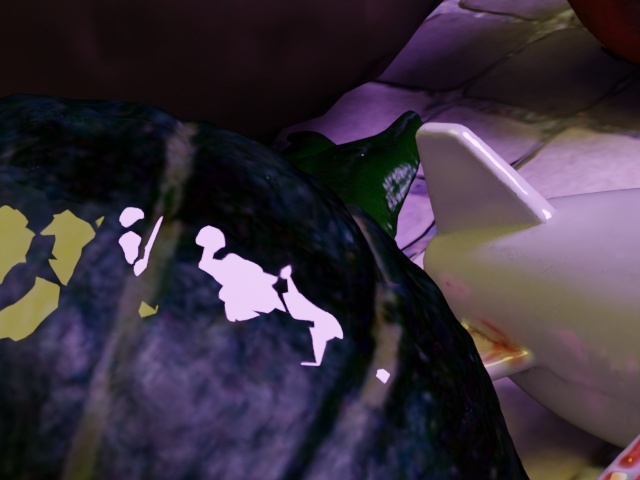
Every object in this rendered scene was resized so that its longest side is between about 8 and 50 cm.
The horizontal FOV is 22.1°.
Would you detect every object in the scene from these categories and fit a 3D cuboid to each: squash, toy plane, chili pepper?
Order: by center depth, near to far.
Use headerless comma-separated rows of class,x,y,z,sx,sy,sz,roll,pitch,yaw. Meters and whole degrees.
squash,-0.071,0.085,0.410,0.252,0.252,0.165,-11,22,9
toy plane,0.145,0.022,0.552,0.252,0.118,0.252,-10,32,7
chili pepper,-0.001,-0.002,0.718,0.098,0.061,0.224,-17,30,13

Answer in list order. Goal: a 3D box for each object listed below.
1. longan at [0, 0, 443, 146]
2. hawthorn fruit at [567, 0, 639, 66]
longan,-0.131,-0.204,0.820,0.436,0.404,0.404,28,50,32
hawthorn fruit,0.206,-0.177,0.814,0.185,0.185,0.202,11,18,39
